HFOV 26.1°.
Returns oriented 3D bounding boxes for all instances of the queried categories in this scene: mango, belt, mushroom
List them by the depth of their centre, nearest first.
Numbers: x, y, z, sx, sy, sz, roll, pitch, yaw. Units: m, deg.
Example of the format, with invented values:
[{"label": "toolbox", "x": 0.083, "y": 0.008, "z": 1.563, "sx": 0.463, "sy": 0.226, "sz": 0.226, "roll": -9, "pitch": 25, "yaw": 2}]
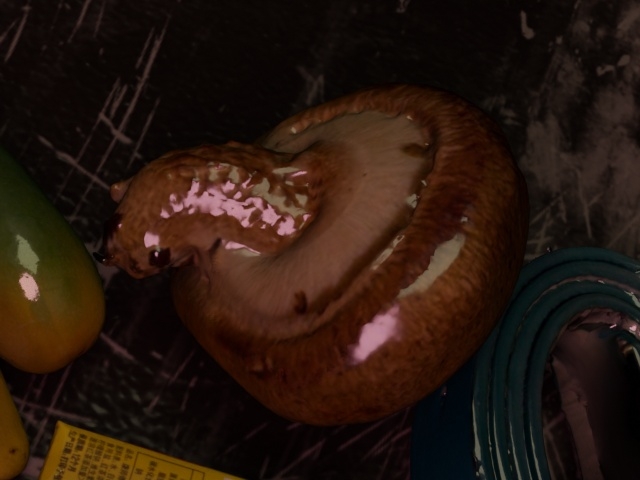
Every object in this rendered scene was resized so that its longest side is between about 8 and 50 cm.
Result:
[{"label": "mango", "x": -0.303, "y": 0.134, "z": 1.134, "sx": 0.161, "sy": 0.076, "sz": 0.103, "roll": 49, "pitch": 55, "yaw": 4}, {"label": "mushroom", "x": 0.000, "y": 0.000, "z": 1.160, "sx": 0.259, "sy": 0.345, "sz": 0.345, "roll": 45, "pitch": 43, "yaw": -37}, {"label": "mango", "x": -0.275, "y": 0.004, "z": 1.181, "sx": 0.114, "sy": 0.156, "sz": 0.251, "roll": -38, "pitch": 63, "yaw": -9}, {"label": "belt", "x": 0.243, "y": 0.228, "z": 1.202, "sx": 0.300, "sy": 0.173, "sz": 0.437, "roll": 0, "pitch": 59, "yaw": -19}]

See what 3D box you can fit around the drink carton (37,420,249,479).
[{"label": "drink carton", "x": -0.062, "y": 0.266, "z": 1.080, "sx": 0.351, "sy": 0.154, "sz": 0.111, "roll": 18, "pitch": 55, "yaw": -7}]
